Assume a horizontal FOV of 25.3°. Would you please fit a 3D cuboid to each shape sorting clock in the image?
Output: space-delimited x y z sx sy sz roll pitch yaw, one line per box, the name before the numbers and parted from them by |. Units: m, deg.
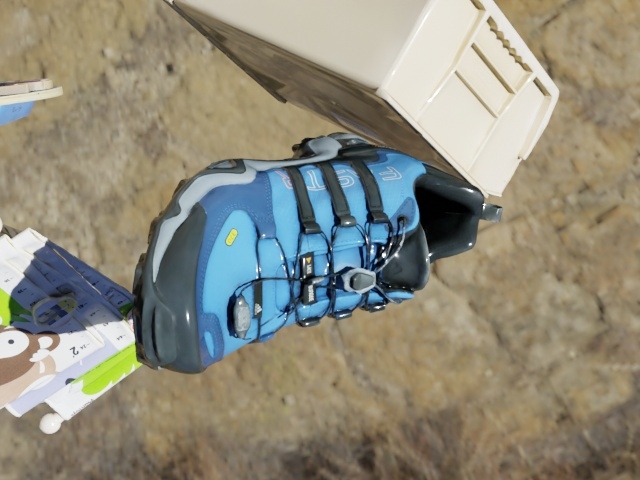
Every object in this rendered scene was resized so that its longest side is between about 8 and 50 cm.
shape sorting clock | -0.313 -0.115 1.155 0.206 0.206 0.040 -3 99 -13

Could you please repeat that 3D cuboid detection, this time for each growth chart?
growth chart | -0.207 0.063 0.947 0.172 0.021 0.237 -40 144 13

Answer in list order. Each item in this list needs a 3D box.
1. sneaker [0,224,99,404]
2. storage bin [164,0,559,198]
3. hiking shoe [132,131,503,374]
sneaker | -0.297 0.054 1.268 0.127 0.321 0.126 18 94 -32
storage bin | 0.041 -0.168 1.247 0.123 0.262 0.260 -60 147 -3
hiking shoe | 0.000 0.000 0.899 0.132 0.304 0.113 11 117 27
